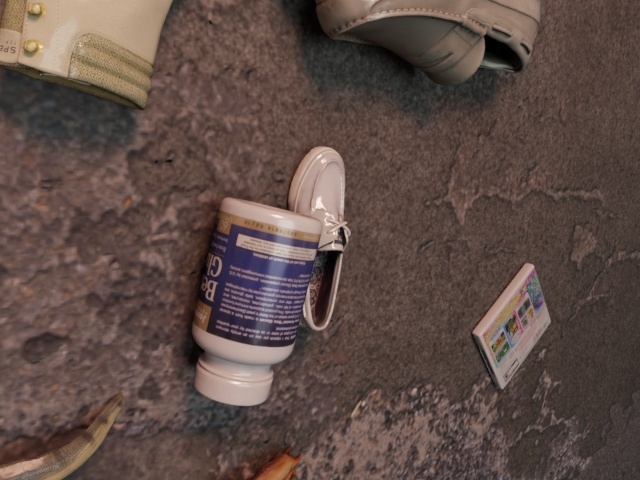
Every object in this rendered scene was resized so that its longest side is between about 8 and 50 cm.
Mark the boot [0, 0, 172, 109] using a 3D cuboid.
[{"bbox_3d":[-0.181,-0.189,0.322,0.213,0.077,0.165,18,92,-43],"label":"boot"}]

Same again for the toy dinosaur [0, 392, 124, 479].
[{"bbox_3d":[-0.264,0.209,0.373,0.268,0.064,0.118,-9,101,-41],"label":"toy dinosaur"}]

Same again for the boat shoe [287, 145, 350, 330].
[{"bbox_3d":[0.000,0.000,0.526,0.066,0.063,0.184,12,94,-40],"label":"boat shoe"}]

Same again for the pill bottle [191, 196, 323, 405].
[{"bbox_3d":[-0.061,0.053,0.470,0.094,0.094,0.170,11,95,-40],"label":"pill bottle"}]

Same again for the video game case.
[{"bbox_3d":[0.312,0.139,0.847,0.157,0.019,0.143,-45,125,-20],"label":"video game case"}]

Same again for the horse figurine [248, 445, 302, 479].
[{"bbox_3d":[-0.129,0.308,0.504,0.263,0.066,0.175,10,101,-43],"label":"horse figurine"}]

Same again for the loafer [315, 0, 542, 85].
[{"bbox_3d":[0.132,-0.218,0.544,0.319,0.112,0.112,-16,103,-36],"label":"loafer"}]
